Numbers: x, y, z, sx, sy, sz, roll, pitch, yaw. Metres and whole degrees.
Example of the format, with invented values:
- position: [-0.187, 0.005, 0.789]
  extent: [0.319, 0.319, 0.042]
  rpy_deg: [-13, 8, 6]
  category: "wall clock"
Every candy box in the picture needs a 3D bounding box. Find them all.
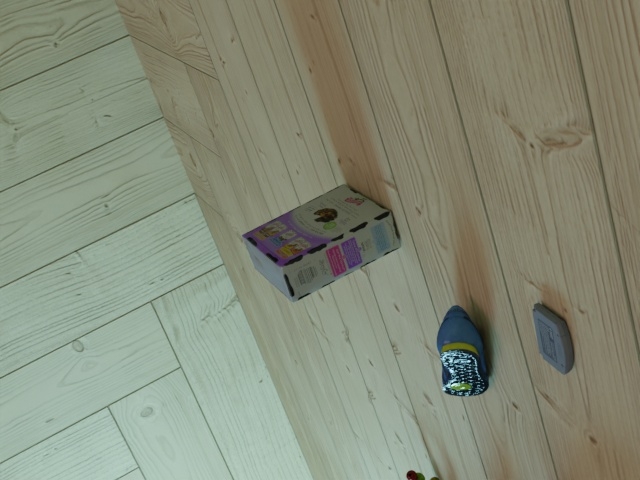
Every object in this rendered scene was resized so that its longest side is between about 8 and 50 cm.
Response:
- position: [0.000, 0.000, 1.574]
  extent: [0.165, 0.196, 0.070]
  rpy_deg: [36, 149, 59]
  category: "candy box"

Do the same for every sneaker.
- position: [0.208, 0.164, 1.457]
  extent: [0.209, 0.069, 0.082]
  rpy_deg: [70, -162, -58]
  category: "sneaker"

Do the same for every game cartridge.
- position: [0.280, 0.119, 1.202]
  extent: [0.056, 0.017, 0.083]
  rpy_deg: [48, 160, 53]
  category: "game cartridge"

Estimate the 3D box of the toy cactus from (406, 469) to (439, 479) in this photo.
- position: [0.242, 0.554, 1.968]
  extent: [0.219, 0.112, 0.180]
  rpy_deg: [53, -179, 23]
  category: "toy cactus"
